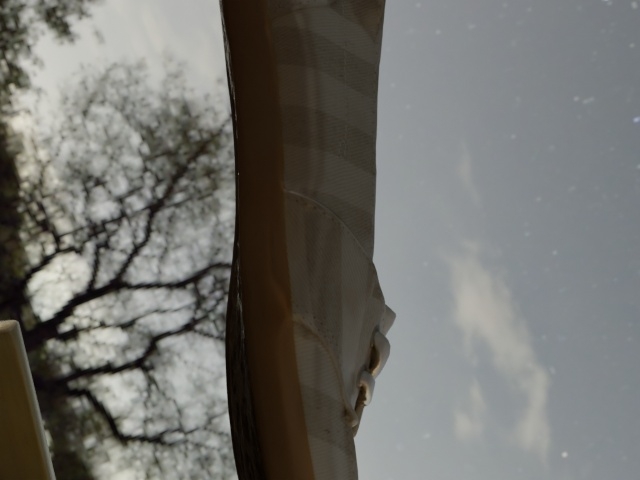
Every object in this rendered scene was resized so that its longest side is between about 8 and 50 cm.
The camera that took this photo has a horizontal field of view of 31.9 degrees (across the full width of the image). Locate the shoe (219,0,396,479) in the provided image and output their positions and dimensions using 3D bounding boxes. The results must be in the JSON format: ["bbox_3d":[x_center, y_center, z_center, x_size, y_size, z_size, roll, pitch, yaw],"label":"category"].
[{"bbox_3d":[0.000,0.000,0.352,0.076,0.058,0.219,138,-51,-77],"label":"shoe"}]

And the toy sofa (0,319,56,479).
[{"bbox_3d":[-0.210,0.173,0.422,0.362,0.177,0.150,-105,-173,-70],"label":"toy sofa"}]
